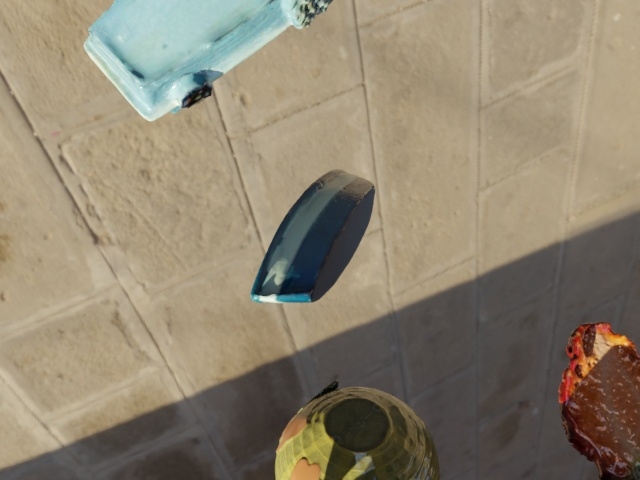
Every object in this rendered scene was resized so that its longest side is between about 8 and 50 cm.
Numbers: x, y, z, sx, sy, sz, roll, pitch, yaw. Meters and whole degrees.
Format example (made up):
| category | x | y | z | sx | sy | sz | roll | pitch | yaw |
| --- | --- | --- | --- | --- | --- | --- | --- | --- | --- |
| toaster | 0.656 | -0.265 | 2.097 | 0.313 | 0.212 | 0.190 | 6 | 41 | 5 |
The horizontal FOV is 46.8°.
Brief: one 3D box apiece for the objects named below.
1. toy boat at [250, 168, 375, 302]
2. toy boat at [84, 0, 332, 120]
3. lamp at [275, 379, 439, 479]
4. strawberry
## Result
| category | x | y | z | sx | sy | sz | roll | pitch | yaw |
| --- | --- | --- | --- | --- | --- | --- | --- | --- | --- |
| toy boat | 0.000 | 0.000 | 0.829 | 0.299 | 0.061 | 0.096 | -53 | 155 | -60 |
| toy boat | -0.053 | -0.183 | 0.540 | 0.238 | 0.109 | 0.098 | -41 | 175 | -3 |
| lamp | 0.056 | 0.358 | 1.128 | 0.250 | 0.250 | 0.284 | -21 | 134 | -16 |
| strawberry | 0.252 | 0.143 | 0.627 | 0.104 | 0.152 | 0.048 | -8 | 153 | 0 |
